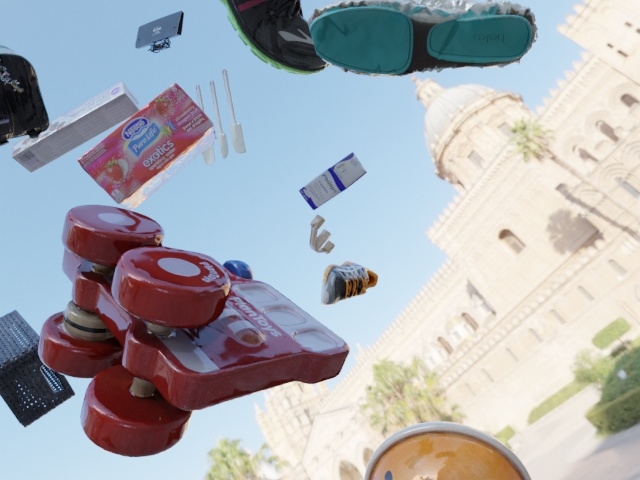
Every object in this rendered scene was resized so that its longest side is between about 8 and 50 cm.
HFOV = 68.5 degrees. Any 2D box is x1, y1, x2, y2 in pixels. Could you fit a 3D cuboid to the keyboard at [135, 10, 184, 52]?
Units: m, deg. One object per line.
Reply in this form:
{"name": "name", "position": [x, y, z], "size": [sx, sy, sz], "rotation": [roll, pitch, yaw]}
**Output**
{"name": "keyboard", "position": [-0.436, -0.556, 1.286], "size": [0.038, 0.192, 0.100], "rotation": [20, -104, -53]}

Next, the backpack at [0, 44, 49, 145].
{"name": "backpack", "position": [-0.690, -0.319, 0.998], "size": [0.166, 0.144, 0.188], "rotation": [-28, -33, -38]}

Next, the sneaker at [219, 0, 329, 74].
{"name": "sneaker", "position": [-0.131, -0.605, 1.125], "size": [0.202, 0.185, 0.483], "rotation": [-16, -53, 46]}

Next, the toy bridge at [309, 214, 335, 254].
{"name": "toy bridge", "position": [0.000, 0.000, 1.249], "size": [0.063, 0.026, 0.188], "rotation": [-52, -23, -13]}

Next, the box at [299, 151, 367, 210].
{"name": "box", "position": [0.034, -0.159, 1.270], "size": [0.137, 0.072, 0.126], "rotation": [-31, 8, 43]}

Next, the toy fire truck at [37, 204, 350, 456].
{"name": "toy fire truck", "position": [-0.146, 0.078, 0.533], "size": [0.254, 0.302, 0.169], "rotation": [4, -71, -49]}

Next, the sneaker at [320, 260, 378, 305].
{"name": "sneaker", "position": [0.063, 0.093, 1.042], "size": [0.215, 0.083, 0.084], "rotation": [-26, -54, -62]}

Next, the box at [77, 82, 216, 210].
{"name": "box", "position": [-0.356, -0.194, 0.999], "size": [0.257, 0.122, 0.128], "rotation": [-43, 5, -9]}

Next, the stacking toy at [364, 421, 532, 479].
{"name": "stacking toy", "position": [0.227, 0.590, 0.810], "size": [0.350, 0.350, 0.480], "rotation": [-46, 2, 19]}

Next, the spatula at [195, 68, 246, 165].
{"name": "spatula", "position": [-0.298, -0.350, 1.346], "size": [0.168, 0.242, 0.019], "rotation": [-11, 2, 38]}

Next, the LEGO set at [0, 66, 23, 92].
{"name": "LEGO set", "position": [-0.528, -0.274, 0.782], "size": [0.023, 0.083, 0.054], "rotation": [-41, -42, -6]}

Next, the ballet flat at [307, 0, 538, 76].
{"name": "ballet flat", "position": [0.184, -0.386, 0.880], "size": [0.409, 0.147, 0.147], "rotation": [4, -35, 3]}

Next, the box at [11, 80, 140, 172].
{"name": "box", "position": [-0.609, -0.282, 1.172], "size": [0.324, 0.063, 0.067], "rotation": [-29, -38, 3]}

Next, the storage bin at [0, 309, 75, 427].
{"name": "storage bin", "position": [-0.496, 0.206, 0.774], "size": [0.084, 0.180, 0.122], "rotation": [-34, -54, -36]}
